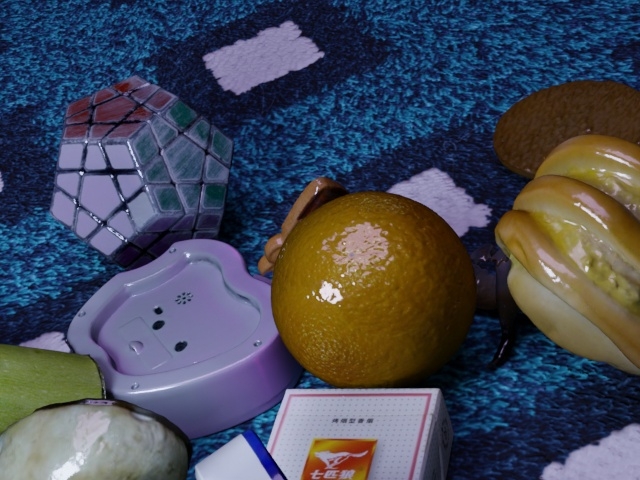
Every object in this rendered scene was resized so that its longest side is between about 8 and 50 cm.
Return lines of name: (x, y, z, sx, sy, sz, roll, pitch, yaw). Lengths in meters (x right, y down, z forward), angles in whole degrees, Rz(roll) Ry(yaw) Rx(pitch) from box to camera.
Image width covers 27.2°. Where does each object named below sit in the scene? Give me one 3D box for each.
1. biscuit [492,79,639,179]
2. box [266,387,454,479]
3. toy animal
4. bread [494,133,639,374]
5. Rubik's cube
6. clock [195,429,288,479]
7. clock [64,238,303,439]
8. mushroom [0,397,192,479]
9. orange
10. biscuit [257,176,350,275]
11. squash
biscuit: (0.400, -0.170, 2.082, 0.262, 0.037, 0.262, -12, 36, 9)
box: (0.025, 0.320, 1.554, 0.210, 0.095, 0.330, -3, 41, 19)
toy animal: (0.246, 0.068, 1.764, 0.272, 0.160, 0.197, 8, 45, 41)
bread: (0.374, 0.021, 1.627, 0.315, 0.211, 0.270, 40, 53, 7)
Rubik's cube: (-0.280, -0.097, 2.078, 0.264, 0.319, 0.319, 9, 36, -9)
clock: (-0.040, 0.307, 1.334, 0.083, 0.230, 0.230, -34, 38, -7)
clock: (-0.184, 0.135, 1.875, 0.338, 0.102, 0.338, -11, 37, 8)
mushroom: (-0.298, 0.311, 1.625, 0.267, 0.189, 0.164, -6, 52, 13)
orange: (0.069, 0.069, 1.708, 0.274, 0.274, 0.274, -11, 37, 9)
biscuit: (0.000, 0.000, 1.846, 0.183, 0.280, 0.043, -22, 65, -18)
squash: (-0.412, 0.199, 1.708, 0.247, 0.132, 0.132, 11, 20, -35)
